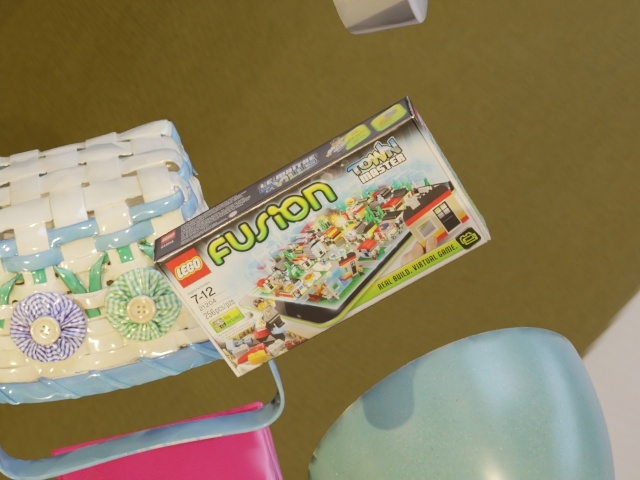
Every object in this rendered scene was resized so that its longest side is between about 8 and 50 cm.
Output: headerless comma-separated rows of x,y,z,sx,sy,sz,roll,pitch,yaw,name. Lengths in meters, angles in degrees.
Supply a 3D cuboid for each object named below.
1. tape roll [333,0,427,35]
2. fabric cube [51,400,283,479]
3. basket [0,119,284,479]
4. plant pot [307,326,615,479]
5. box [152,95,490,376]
0.048,-0.315,1.447,0.072,0.219,0.219,-8,124,13,tape roll
-0.159,0.373,1.712,0.254,0.258,0.259,-12,154,-12,fabric cube
-0.178,0.065,1.207,0.255,0.201,0.289,-15,127,-2,basket
0.159,0.249,1.368,0.290,0.195,0.290,-19,145,-14,plant pot
0.000,0.000,1.021,0.207,0.036,0.114,-30,116,11,box
